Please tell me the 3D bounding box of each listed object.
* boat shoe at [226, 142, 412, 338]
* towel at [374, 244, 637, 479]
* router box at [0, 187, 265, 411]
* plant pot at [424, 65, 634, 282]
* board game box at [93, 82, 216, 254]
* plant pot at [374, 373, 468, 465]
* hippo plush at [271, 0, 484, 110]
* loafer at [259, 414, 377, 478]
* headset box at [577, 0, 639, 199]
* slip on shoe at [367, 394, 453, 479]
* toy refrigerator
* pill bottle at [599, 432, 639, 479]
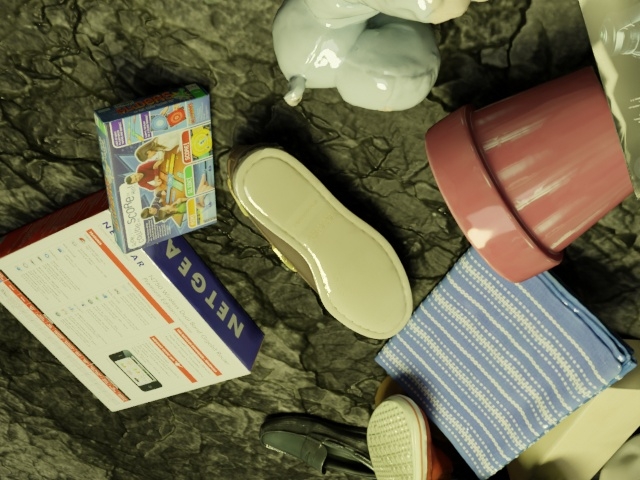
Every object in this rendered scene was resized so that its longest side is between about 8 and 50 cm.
[{"bbox_3d":[0.000,0.000,1.094,0.116,0.097,0.324,-46,115,-3],"label":"boat shoe"},{"bbox_3d":[0.226,0.158,1.125,0.243,0.040,0.336,47,134,14],"label":"towel"},{"bbox_3d":[-0.301,0.098,1.279,0.301,0.082,0.335,-19,121,30],"label":"router box"},{"bbox_3d":[0.238,-0.082,0.891,0.180,0.201,0.201,-32,114,25],"label":"plant pot"},{"bbox_3d":[-0.202,-0.088,1.066,0.035,0.136,0.201,46,146,39],"label":"board game box"},{"bbox_3d":[0.197,0.277,1.307,0.236,0.032,0.236,8,130,10],"label":"plant pot"},{"bbox_3d":[0.026,-0.224,0.804,0.294,0.234,0.236,19,131,0],"label":"hippo plush"},{"bbox_3d":[0.003,0.342,1.391,0.223,0.078,0.076,8,130,11],"label":"loafer"},{"bbox_3d":[0.302,-0.209,0.721,0.131,0.246,0.283,-12,124,26],"label":"headset box"},{"bbox_3d":[0.146,0.340,1.287,0.123,0.101,0.331,40,153,43],"label":"slip on shoe"},{"bbox_3d":[0.358,0.249,1.183,0.102,0.094,0.269,5,134,-15],"label":"toy refrigerator"},{"bbox_3d":[0.539,0.462,1.240,0.204,0.204,0.361,-8,126,23],"label":"pill bottle"}]
